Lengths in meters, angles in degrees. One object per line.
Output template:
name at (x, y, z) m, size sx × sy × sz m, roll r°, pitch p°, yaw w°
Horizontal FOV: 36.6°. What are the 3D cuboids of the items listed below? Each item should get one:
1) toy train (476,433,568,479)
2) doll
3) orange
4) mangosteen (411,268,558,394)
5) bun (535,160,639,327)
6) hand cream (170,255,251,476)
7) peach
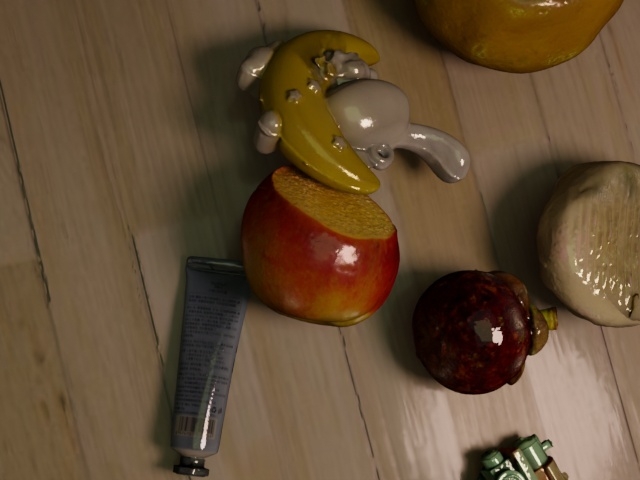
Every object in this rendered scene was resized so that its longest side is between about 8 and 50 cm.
toy train at (0.269, 0.318, 1.171) m, size 0.118 × 0.074 × 0.176 m, roll -29°, pitch 87°, yaw -19°
doll at (0.029, -0.149, 1.147) m, size 0.252 × 0.111 × 0.237 m, roll -11°, pitch 58°, yaw -35°
orange at (0.239, -0.339, 1.162) m, size 0.279 × 0.235 × 0.279 m, roll 0°, pitch 89°, yaw -3°
mangosteen at (0.194, 0.099, 1.159) m, size 0.146 × 0.156 × 0.181 m, roll 39°, pitch 47°, yaw 22°
bun at (0.355, 0.007, 1.197) m, size 0.237 × 0.116 × 0.209 m, roll 4°, pitch 77°, yaw -32°
hand cream at (-0.132, 0.146, 1.135) m, size 0.088 × 0.055 × 0.256 m, roll 7°, pitch 80°, yaw 0°
peach at (0.000, 0.000, 1.102) m, size 0.190 × 0.190 × 0.192 m, roll 6°, pitch 84°, yaw -8°
